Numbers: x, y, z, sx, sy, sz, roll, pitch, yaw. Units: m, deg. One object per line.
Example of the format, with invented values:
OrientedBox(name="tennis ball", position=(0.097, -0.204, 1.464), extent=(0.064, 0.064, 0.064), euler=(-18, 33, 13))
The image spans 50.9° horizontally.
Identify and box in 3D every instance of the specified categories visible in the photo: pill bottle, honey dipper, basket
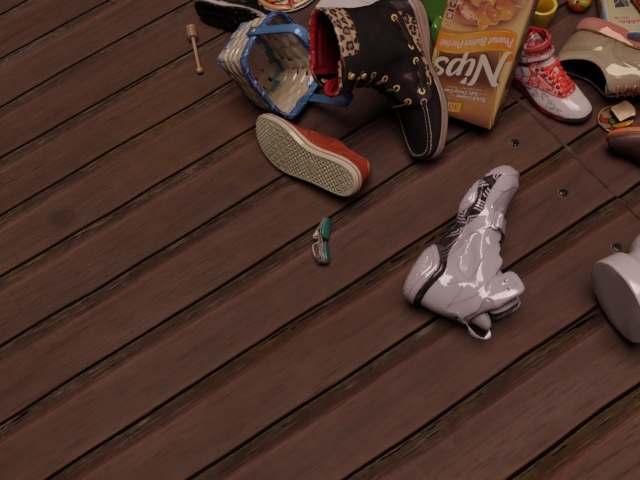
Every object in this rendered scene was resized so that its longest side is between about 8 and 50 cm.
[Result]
OrientedBox(name="pill bottle", position=(0.728, 0.048, 1.276), extent=(0.362, 0.210, 0.210), euler=(-23, 63, -3))
OrientedBox(name="honey dipper", position=(-0.341, -0.516, 1.824), extent=(0.030, 0.030, 0.161), euler=(-14, 66, 2))
OrientedBox(name="basket", position=(-0.084, -0.416, 1.591), extent=(0.289, 0.255, 0.201), euler=(22, 72, 40))

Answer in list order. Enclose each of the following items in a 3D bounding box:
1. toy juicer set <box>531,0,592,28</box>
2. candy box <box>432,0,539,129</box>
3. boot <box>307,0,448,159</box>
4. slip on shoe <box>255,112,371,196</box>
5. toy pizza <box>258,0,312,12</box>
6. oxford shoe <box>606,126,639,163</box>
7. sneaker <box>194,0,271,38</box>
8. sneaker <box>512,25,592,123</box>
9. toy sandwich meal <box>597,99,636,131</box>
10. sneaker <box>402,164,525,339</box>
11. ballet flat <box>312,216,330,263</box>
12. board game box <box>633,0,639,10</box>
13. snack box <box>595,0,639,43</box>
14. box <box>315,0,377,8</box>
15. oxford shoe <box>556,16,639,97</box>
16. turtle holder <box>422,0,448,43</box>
OrientedBox(name="toy juicer set", position=(0.587, -0.709, 1.740), extent=(0.209, 0.089, 0.329), euler=(-17, 62, 0))
OrientedBox(name="candy box", position=(0.359, -0.435, 1.528), extent=(0.182, 0.317, 0.087), euler=(23, 29, 19))
OrientedBox(name="boot", position=(0.130, -0.347, 1.478), extent=(0.284, 0.138, 0.378), euler=(-16, 101, -35))
OrientedBox(name="slip on shoe", position=(-0.022, -0.208, 1.588), extent=(0.331, 0.123, 0.101), euler=(30, 40, 26))
OrientedBox(name="toy pizza", position=(-0.095, -0.721, 1.883), extent=(0.201, 0.032, 0.201), euler=(-3, 63, 7))
OrientedBox(name="oxford shoe", position=(0.747, -0.167, 1.447), extent=(0.271, 0.097, 0.098), euler=(21, 75, 18))
OrientedBox(name="sneaker", position=(-0.197, -0.631, 1.819), extent=(0.283, 0.107, 0.124), euler=(26, 64, 19))
OrientedBox(name="sneaker", position=(0.524, -0.392, 1.560), extent=(0.090, 0.145, 0.270), euler=(-37, 64, -14))
OrientedBox(name="toy sandwich meal", position=(0.684, -0.286, 1.549), extent=(0.085, 0.029, 0.086), euler=(-4, 63, 7))
OrientedBox(name="sneaker", position=(0.352, 0.027, 1.391), extent=(0.210, 0.137, 0.366), euler=(35, 79, 22))
OrientedBox(name="ballet flat", position=(0.000, 0.000, 1.511), extent=(0.041, 0.041, 0.114), euler=(-3, 63, 7))
OrientedBox(name="board game box", position=(0.906, -0.690, 1.463), extent=(0.356, 0.356, 0.356), euler=(-16, 60, -1))
OrientedBox(name="snack box", position=(0.852, -0.561, 1.642), extent=(0.321, 0.060, 0.187), euler=(0, 62, 9))
OrientedBox(name="box", position=(0.101, -0.523, 1.672), extent=(0.181, 0.182, 0.119), euler=(29, 71, 20))
OrientedBox(name="oxford shoe", position=(0.727, -0.365, 1.534), extent=(0.397, 0.140, 0.146), euler=(35, 80, 32))
OrientedBox(name="turtle holder", position=(0.360, -0.653, 1.642), extent=(0.320, 0.243, 0.227), euler=(54, 48, -9))
